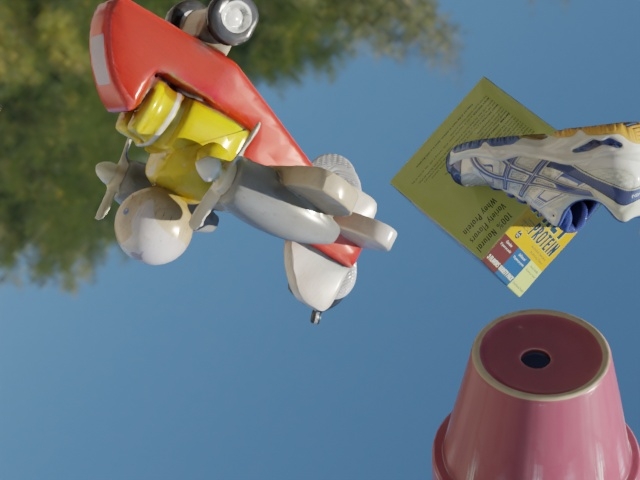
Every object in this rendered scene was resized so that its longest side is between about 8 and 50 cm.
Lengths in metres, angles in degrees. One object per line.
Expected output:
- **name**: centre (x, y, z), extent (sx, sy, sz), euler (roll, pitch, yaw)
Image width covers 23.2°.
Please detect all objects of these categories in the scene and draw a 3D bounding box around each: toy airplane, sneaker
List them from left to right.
- **toy airplane**: centre (-0.107, -0.059, 1.745), extent (0.272, 0.384, 0.386), euler (-44, 157, -20)
- **sneaker**: centre (0.000, 0.000, 2.486), extent (0.153, 0.101, 0.268), euler (115, -20, -55)
- **sneaker**: centre (0.275, -0.071, 1.940), extent (0.112, 0.131, 0.296), euler (-10, -175, -42)

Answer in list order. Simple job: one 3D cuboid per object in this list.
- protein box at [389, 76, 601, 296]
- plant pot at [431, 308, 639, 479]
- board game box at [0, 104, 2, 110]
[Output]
- **protein box**: centre (0.247, -0.074, 2.128), extent (0.200, 0.136, 0.201), euler (-48, -128, 2)
- **plant pot**: centre (0.206, 0.174, 1.475), extent (0.201, 0.180, 0.201), euler (-2, -143, 1)
- **board game box**: centre (-0.431, -0.136, 1.644), extent (0.048, 0.170, 0.141), euler (-1, -125, 35)
